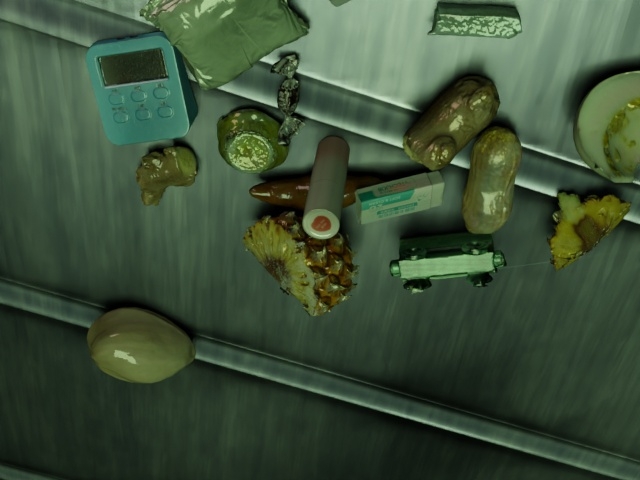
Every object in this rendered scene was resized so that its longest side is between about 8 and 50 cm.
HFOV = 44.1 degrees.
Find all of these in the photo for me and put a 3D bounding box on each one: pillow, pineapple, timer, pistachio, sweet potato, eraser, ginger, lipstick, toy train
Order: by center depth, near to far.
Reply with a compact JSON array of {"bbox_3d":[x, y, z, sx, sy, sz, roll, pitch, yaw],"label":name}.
[{"bbox_3d":[-0.210,-0.491,1.767,0.309,0.138,0.283,-29,134,15],"label":"pillow"},{"bbox_3d":[0.307,-0.268,1.855,0.130,0.221,0.275,40,130,-11],"label":"ginger"},{"bbox_3d":[0.017,-0.134,1.909,0.087,0.327,0.087,4,128,5],"label":"lipstick"},{"bbox_3d":[-0.442,-0.372,1.938,0.231,0.091,0.250,-6,123,12],"label":"timer"},{"bbox_3d":[0.202,-0.109,2.025,0.225,0.052,0.096,-13,143,-7],"label":"eraser"},{"bbox_3d":[0.672,-0.048,2.054,0.164,0.139,0.250,44,112,24],"label":"pineapple"},{"bbox_3d":[-0.002,-0.120,2.061,0.359,0.112,0.112,-6,126,11],"label":"sweet potato"},{"bbox_3d":[0.002,-0.001,2.090,0.344,0.286,0.209,44,132,28],"label":"pineapple"},{"bbox_3d":[0.337,0.052,2.095,0.300,0.202,0.120,-7,103,12],"label":"toy train"},{"bbox_3d":[-0.424,-0.175,2.097,0.213,0.074,0.137,-26,120,31],"label":"ginger"},{"bbox_3d":[-0.548,0.326,2.424,0.331,0.208,0.226,16,84,-14],"label":"pistachio"}]

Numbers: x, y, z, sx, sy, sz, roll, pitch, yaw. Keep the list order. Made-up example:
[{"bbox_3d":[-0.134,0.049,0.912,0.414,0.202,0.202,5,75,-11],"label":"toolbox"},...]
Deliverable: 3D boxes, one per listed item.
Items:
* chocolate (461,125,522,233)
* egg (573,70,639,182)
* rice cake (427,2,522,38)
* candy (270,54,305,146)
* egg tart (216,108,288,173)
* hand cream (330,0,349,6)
[{"bbox_3d":[0.429,-0.142,1.978,0.134,0.134,0.309,7,127,2],"label":"chocolate"},{"bbox_3d":[0.697,-0.263,1.837,0.206,0.162,0.271,42,90,14],"label":"egg"},{"bbox_3d":[0.345,-0.490,1.763,0.206,0.069,0.063,6,130,6],"label":"rice cake"},{"bbox_3d":[-0.079,-0.338,1.923,0.051,0.094,0.226,25,130,34],"label":"candy"},{"bbox_3d":[-0.174,-0.242,2.009,0.197,0.078,0.197,2,127,3],"label":"egg tart"},{"bbox_3d":[-0.032,-0.646,1.656,0.359,0.118,0.185,45,154,-24],"label":"hand cream"}]
